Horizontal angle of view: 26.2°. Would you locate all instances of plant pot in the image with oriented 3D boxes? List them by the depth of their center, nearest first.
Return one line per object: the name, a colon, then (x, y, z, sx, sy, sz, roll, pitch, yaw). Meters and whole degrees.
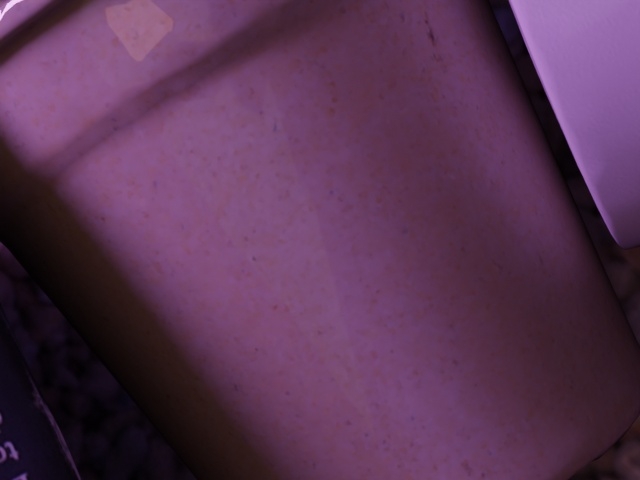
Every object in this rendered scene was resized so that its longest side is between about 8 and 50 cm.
plant pot: (0.000, 0.000, 0.712, 0.333, 0.334, 0.305, -31, 90, 13)

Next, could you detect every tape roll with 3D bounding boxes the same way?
tape roll: (0.145, -0.143, 0.671, 0.100, 0.286, 0.286, -20, 82, 15)

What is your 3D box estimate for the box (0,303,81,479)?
box: (-0.318, 0.176, 0.669, 0.297, 0.480, 0.472, -20, 78, -31)
